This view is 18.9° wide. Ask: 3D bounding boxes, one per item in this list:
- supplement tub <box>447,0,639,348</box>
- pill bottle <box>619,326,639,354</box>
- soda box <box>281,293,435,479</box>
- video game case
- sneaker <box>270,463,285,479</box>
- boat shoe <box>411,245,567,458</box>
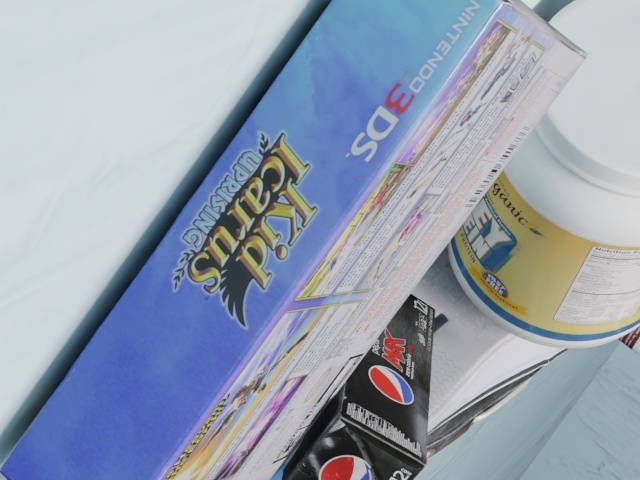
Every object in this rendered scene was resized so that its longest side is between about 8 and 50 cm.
[{"bbox_3d":[0.160,-0.039,1.118,0.144,0.144,0.200,-46,166,-27],"label":"supplement tub"},{"bbox_3d":[0.327,0.063,2.000,0.086,0.152,0.086,-48,167,-14],"label":"pill bottle"},{"bbox_3d":[0.023,0.082,1.033,0.060,0.053,0.169,-53,-169,24],"label":"soda box"},{"bbox_3d":[0.000,0.000,0.842,0.269,0.061,0.244,-54,169,9],"label":"video game case"},{"bbox_3d":[-0.046,0.151,1.096,0.082,0.069,0.209,-36,161,-14],"label":"sneaker"},{"bbox_3d":[0.090,0.053,1.255,0.335,0.121,0.119,-30,165,-34],"label":"boat shoe"}]
